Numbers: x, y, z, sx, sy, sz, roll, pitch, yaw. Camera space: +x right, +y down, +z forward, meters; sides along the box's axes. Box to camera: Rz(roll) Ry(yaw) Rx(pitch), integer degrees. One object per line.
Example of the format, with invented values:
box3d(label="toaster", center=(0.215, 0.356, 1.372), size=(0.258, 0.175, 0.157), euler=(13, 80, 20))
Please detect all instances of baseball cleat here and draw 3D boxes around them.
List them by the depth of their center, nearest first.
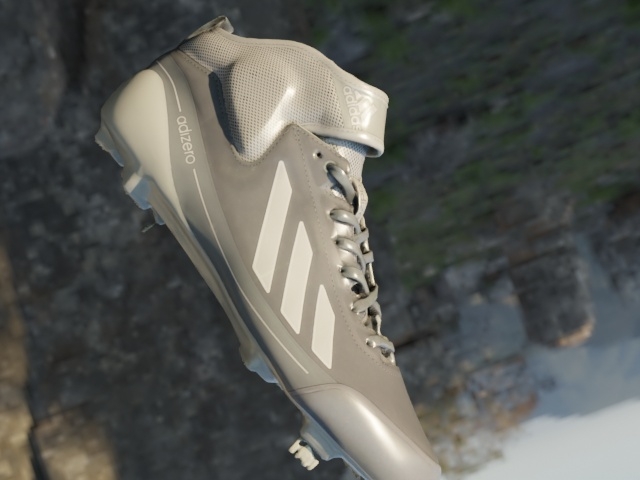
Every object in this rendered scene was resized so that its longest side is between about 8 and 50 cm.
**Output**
box3d(label="baseball cleat", center=(0.000, 0.000, 0.602), size=(0.109, 0.206, 0.072), euler=(-38, 167, 2))
